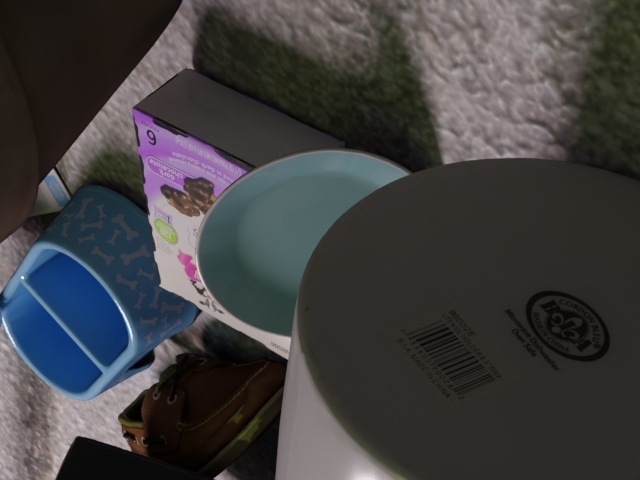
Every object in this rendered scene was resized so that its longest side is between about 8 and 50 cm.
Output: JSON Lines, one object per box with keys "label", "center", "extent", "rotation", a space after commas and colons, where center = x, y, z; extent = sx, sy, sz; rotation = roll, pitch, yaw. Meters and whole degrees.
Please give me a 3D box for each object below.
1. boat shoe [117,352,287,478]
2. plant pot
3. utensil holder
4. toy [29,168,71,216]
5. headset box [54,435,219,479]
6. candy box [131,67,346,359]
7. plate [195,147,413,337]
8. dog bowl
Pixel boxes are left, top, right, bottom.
{"label": "boat shoe", "center": [-0.117, 0.162, 1.543], "extent": [0.104, 0.111, 0.307], "rotation": [49, 146, 0]}
{"label": "plant pot", "center": [-0.260, -0.175, 1.233], "extent": [0.323, 0.280, 0.323], "rotation": [29, 140, 28]}
{"label": "utensil holder", "center": [0.125, 0.184, 1.105], "extent": [0.327, 0.327, 0.385], "rotation": [32, 139, 25]}
{"label": "toy", "center": [-0.353, -0.067, 1.646], "extent": [0.237, 0.056, 0.137], "rotation": [-5, 120, 51]}
{"label": "headset box", "center": [-0.104, 0.305, 1.513], "extent": [0.246, 0.131, 0.283], "rotation": [14, 159, 23]}
{"label": "candy box", "center": [-0.060, -0.017, 1.341], "extent": [0.165, 0.070, 0.196], "rotation": [27, 140, 30]}
{"label": "plate", "center": [0.000, 0.000, 1.241], "extent": [0.024, 0.188, 0.188], "rotation": [-100, 4, -49]}
{"label": "dog bowl", "center": [-0.222, 0.061, 1.593], "extent": [0.166, 0.074, 0.297], "rotation": [48, 148, 0]}
